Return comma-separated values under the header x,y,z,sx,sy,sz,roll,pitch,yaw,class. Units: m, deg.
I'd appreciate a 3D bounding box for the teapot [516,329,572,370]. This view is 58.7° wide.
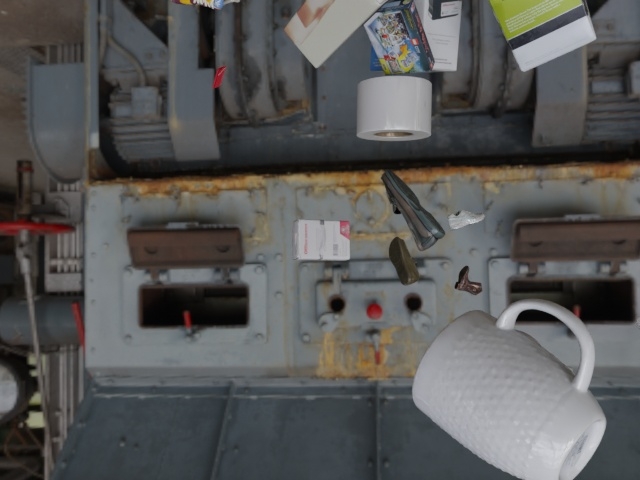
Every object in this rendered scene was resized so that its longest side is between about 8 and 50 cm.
x,y,z,sx,sy,sz,roll,pitch,yaw,class
0.675,0.416,1.902,0.187,0.252,0.256,7,-144,-20,teapot

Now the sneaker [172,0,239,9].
x,y,z,sx,sy,sz,roll,pitch,yaw,class
-0.292,-0.632,1.461,0.186,0.083,0.069,-31,167,-30,sneaker

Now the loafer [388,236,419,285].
x,y,z,sx,sy,sz,roll,pitch,yaw,class
0.228,0.058,1.551,0.050,0.147,0.056,8,146,-33,loafer

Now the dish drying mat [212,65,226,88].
x,y,z,sx,sy,sz,roll,pitch,yaw,class
-0.295,-0.477,1.663,0.032,0.008,0.083,-39,173,-32,dish drying mat

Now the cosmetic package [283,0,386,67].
x,y,z,sx,sy,sz,roll,pitch,yaw,class
0.056,-0.536,1.281,0.153,0.129,0.296,-49,-167,-27,cosmetic package

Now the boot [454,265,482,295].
x,y,z,sx,sy,sz,roll,pitch,yaw,class
0.583,0.155,2.190,0.114,0.106,0.037,16,-160,-19,boot

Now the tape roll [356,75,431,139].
x,y,z,sx,sy,sz,roll,pitch,yaw,class
0.240,-0.426,1.861,0.246,0.168,0.246,0,-179,0,tape roll

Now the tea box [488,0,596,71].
x,y,z,sx,sy,sz,roll,pitch,yaw,class
0.630,-0.740,1.669,0.220,0.323,0.328,-19,-147,31,tea box

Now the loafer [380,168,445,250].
x,y,z,sx,sy,sz,roll,pitch,yaw,class
0.232,-0.086,1.561,0.084,0.267,0.096,-47,145,20,loafer

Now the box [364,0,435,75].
x,y,z,sx,sy,sz,roll,pitch,yaw,class
0.236,-0.608,1.722,0.159,0.044,0.233,4,148,32,box

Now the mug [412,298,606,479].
x,y,z,sx,sy,sz,roll,pitch,yaw,class
0.425,0.303,1.205,0.276,0.373,0.328,7,-161,-43,mug

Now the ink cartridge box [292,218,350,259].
x,y,z,sx,sy,sz,roll,pitch,yaw,class
0.000,0.000,2.271,0.218,0.158,0.092,2,174,-21,ink cartridge box

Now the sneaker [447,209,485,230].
x,y,z,sx,sy,sz,roll,pitch,yaw,class
0.511,-0.081,1.989,0.152,0.061,0.054,-16,176,-24,sneaker

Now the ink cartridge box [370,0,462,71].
x,y,z,sx,sy,sz,roll,pitch,yaw,class
0.318,-0.771,1.911,0.166,0.394,0.286,-6,-165,-31,ink cartridge box

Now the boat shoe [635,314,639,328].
x,y,z,sx,sy,sz,roll,pitch,yaw,class
0.958,0.184,1.594,0.066,0.184,0.063,12,-157,-34,boat shoe
